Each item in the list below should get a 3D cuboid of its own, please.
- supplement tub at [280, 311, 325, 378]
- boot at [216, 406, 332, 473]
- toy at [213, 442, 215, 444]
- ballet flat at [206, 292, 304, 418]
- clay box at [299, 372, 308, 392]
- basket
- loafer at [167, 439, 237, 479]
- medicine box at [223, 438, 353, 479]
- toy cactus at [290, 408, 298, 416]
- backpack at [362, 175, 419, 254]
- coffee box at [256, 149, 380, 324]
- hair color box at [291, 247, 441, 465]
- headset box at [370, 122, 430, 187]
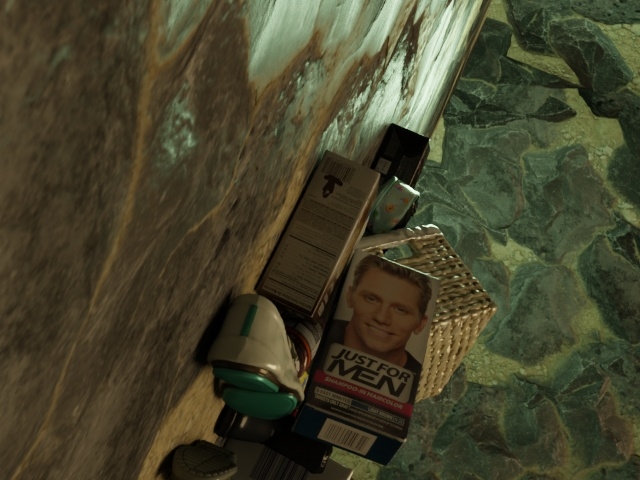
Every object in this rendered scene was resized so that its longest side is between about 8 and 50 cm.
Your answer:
[{"bbox_3d":[-0.060,0.198,1.425,0.106,0.106,0.198,-68,172,18],"label":"supplement tub"},{"bbox_3d":[-0.076,0.366,1.461,0.246,0.207,0.094,71,44,-79],"label":"boot"},{"bbox_3d":[-0.222,0.474,1.368,0.137,0.056,0.237,-57,169,-42],"label":"toy"},{"bbox_3d":[-0.086,0.177,1.149,0.400,0.139,0.139,90,25,-69],"label":"ballet flat"},{"bbox_3d":[-0.059,0.366,2.052,0.127,0.053,0.222,-67,163,7],"label":"clay box"},{"bbox_3d":[0.152,0.177,1.678,0.328,0.266,0.331,-10,138,-39],"label":"basket"},{"bbox_3d":[-0.178,0.363,1.163,0.251,0.094,0.087,75,36,-79],"label":"loafer"},{"bbox_3d":[-0.085,0.526,1.690,0.149,0.264,0.289,-62,171,-23],"label":"medicine box"},{"bbox_3d":[-0.073,0.440,1.827,0.112,0.180,0.219,-38,167,-32],"label":"toy cactus"},{"bbox_3d":[0.132,-0.060,1.751,0.188,0.144,0.166,-47,179,32],"label":"backpack"},{"bbox_3d":[0.000,0.000,1.224,0.141,0.098,0.246,75,40,-78],"label":"coffee box"},{"bbox_3d":[0.087,0.191,1.336,0.105,0.174,0.347,112,-1,-48],"label":"hair color box"},{"bbox_3d":[0.200,-0.174,2.036,0.293,0.110,0.218,2,112,-82],"label":"headset box"}]
